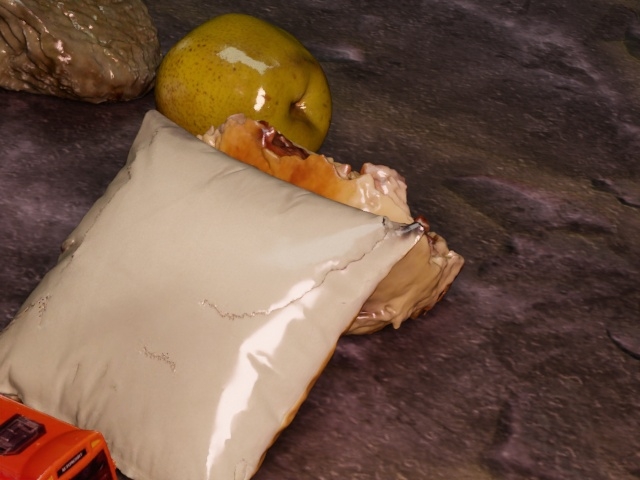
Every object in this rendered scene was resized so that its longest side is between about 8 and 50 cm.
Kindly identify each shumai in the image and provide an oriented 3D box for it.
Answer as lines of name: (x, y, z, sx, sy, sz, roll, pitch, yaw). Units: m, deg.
shumai: (-0.334, -0.229, 1.989, 0.272, 0.203, 0.222, 39, 33, -11)

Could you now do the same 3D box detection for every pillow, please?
pillow: (-0.114, 0.059, 1.434, 0.310, 0.119, 0.312, 25, 78, 33)

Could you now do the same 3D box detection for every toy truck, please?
toy truck: (-0.245, 0.187, 1.297, 0.252, 0.114, 0.107, 18, 33, 24)

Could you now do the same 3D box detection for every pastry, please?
pastry: (-0.003, -0.001, 1.592, 0.256, 0.170, 0.237, 30, -1, 31)

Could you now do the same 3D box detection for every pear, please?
pear: (-0.082, -0.152, 1.812, 0.198, 0.198, 0.198, 3, 31, -2)
